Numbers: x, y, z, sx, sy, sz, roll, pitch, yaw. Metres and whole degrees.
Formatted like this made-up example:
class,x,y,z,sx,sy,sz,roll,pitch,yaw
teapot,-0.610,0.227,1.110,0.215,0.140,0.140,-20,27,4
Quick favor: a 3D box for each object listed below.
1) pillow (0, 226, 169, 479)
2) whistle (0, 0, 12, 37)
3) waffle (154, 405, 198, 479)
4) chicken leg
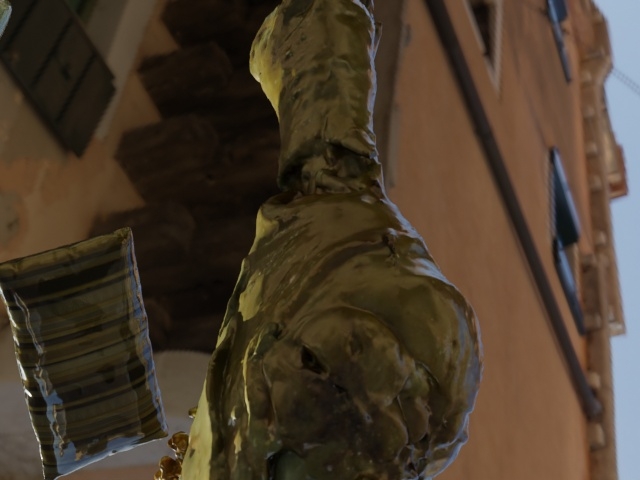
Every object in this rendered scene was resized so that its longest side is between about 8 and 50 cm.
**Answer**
class,x,y,z,sx,sy,sz,roll,pitch,yaw
pillow,-0.187,0.093,0.872,0.113,0.204,0.038,-17,-151,-22
whistle,-0.308,-0.083,0.799,0.253,0.102,0.106,-46,175,15
waffle,-0.045,0.249,0.921,0.228,0.232,0.051,36,-138,19
chicken leg,0.000,0.000,0.716,0.201,0.152,0.430,-23,-123,37
